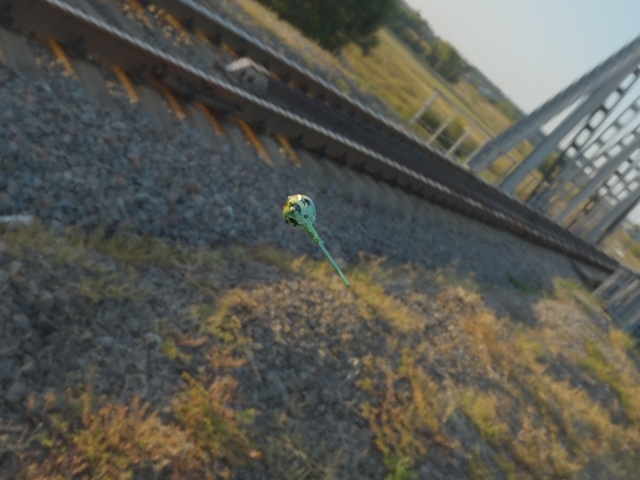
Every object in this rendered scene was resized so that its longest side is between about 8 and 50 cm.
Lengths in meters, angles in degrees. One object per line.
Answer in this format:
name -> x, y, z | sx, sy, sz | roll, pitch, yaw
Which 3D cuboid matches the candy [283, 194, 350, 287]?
candy -> 0.000, 0.000, 0.643 | 0.083, 0.025, 0.023 | 53, -16, 21
